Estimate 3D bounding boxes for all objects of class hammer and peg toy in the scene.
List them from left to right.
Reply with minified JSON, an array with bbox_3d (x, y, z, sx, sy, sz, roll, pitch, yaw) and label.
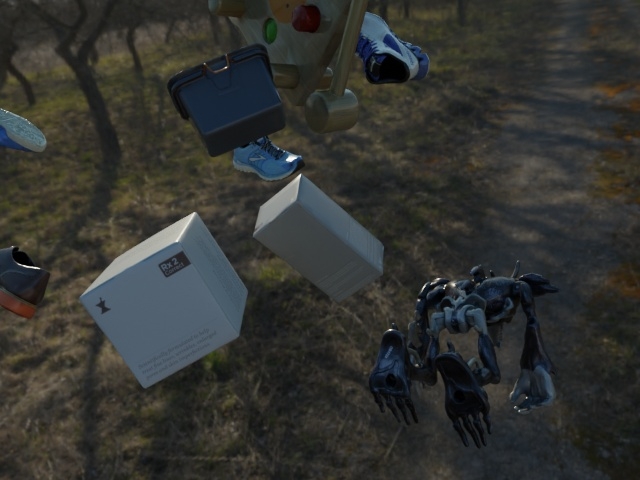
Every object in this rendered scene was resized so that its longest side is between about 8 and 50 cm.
[{"bbox_3d":[-0.009,-0.342,0.942,0.127,0.266,0.361,-11,55,-40],"label":"hammer and peg toy"}]

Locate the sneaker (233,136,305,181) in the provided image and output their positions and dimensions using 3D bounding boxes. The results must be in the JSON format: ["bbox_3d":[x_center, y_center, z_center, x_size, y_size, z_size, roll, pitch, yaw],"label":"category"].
[{"bbox_3d":[-0.100,-0.154,1.149,0.162,0.073,0.063,16,39,33],"label":"sneaker"}]

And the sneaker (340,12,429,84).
[{"bbox_3d":[0.164,-0.567,1.921,0.315,0.127,0.182,34,38,11],"label":"sneaker"}]

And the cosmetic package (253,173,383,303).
[{"bbox_3d":[0.000,0.000,1.238,0.127,0.238,0.107,-34,26,28],"label":"cosmetic package"}]

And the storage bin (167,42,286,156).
[{"bbox_3d":[-0.109,-0.173,0.804,0.135,0.098,0.091,-25,67,-8],"label":"storage bin"}]

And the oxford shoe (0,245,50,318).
[{"bbox_3d":[-0.592,0.056,1.207,0.271,0.097,0.098,23,76,34],"label":"oxford shoe"}]

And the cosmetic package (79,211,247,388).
[{"bbox_3d":[-0.207,0.075,0.896,0.151,0.151,0.184,-30,14,5],"label":"cosmetic package"}]

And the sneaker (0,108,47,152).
[{"bbox_3d":[-0.517,-0.162,1.013,0.152,0.084,0.058,26,30,-24],"label":"sneaker"}]

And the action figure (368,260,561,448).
[{"bbox_3d":[0.155,0.110,0.674,0.164,0.141,0.275,0,15,32],"label":"action figure"}]
